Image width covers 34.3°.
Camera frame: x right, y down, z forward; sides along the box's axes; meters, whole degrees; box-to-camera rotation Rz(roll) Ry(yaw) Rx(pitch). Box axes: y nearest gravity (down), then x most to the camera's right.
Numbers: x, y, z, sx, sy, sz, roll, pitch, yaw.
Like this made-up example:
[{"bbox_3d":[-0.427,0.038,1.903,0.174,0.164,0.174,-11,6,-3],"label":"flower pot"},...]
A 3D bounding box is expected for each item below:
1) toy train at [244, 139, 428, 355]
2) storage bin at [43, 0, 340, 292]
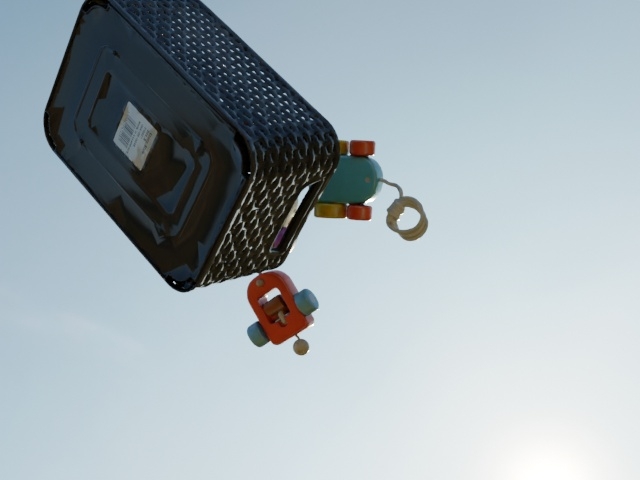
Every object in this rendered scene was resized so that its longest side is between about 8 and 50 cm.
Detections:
[{"bbox_3d":[0.000,0.000,0.766,0.166,0.125,0.046,-39,-11,19],"label":"toy train"},{"bbox_3d":[-0.089,-0.068,0.680,0.084,0.180,0.122,-15,-37,-49],"label":"storage bin"}]
